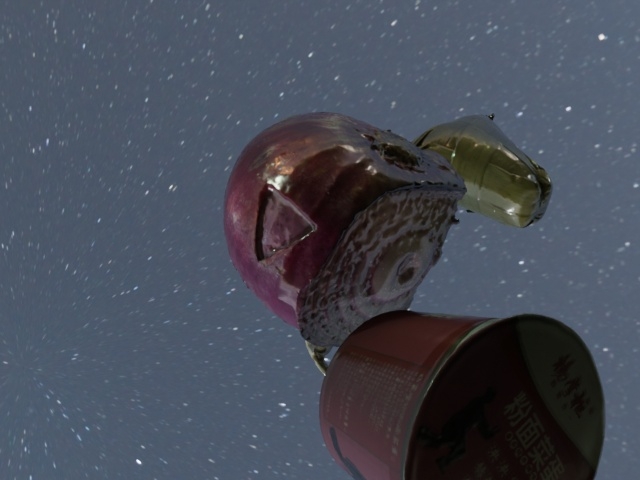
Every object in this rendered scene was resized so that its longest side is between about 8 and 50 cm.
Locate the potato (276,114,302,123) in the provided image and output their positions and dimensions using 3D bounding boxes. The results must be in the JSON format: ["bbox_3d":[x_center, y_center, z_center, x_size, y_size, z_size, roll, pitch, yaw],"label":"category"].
[{"bbox_3d":[-0.008,-0.078,1.341,0.242,0.285,0.243,-27,-50,-38],"label":"potato"}]

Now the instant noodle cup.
[{"bbox_3d":[0.119,0.166,0.787,0.234,0.178,0.235,-5,-80,-32],"label":"instant noodle cup"}]

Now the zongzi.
[{"bbox_3d":[0.270,-0.117,1.261,0.256,0.228,0.115,-28,-47,-43],"label":"zongzi"}]

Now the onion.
[{"bbox_3d":[0.006,-0.029,0.933,0.272,0.256,0.230,-45,-125,5],"label":"onion"}]
